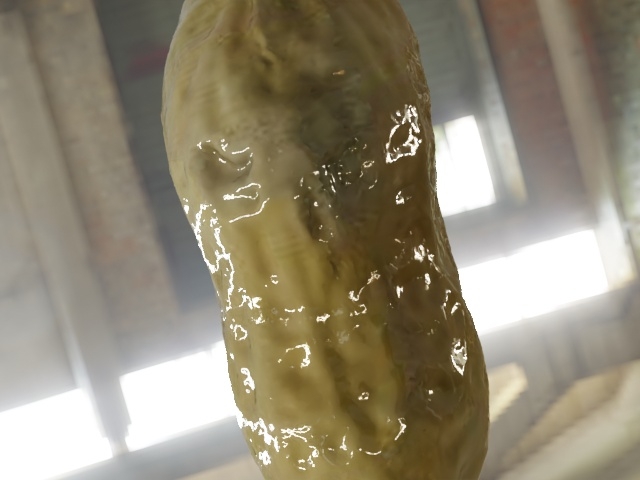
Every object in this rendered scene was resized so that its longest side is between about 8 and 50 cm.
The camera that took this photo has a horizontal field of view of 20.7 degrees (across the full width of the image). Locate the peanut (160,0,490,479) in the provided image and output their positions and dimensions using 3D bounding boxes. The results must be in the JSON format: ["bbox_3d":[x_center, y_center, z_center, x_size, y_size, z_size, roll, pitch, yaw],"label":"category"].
[{"bbox_3d":[0.000,0.000,0.573,0.099,0.214,0.099,-11,180,0],"label":"peanut"}]
